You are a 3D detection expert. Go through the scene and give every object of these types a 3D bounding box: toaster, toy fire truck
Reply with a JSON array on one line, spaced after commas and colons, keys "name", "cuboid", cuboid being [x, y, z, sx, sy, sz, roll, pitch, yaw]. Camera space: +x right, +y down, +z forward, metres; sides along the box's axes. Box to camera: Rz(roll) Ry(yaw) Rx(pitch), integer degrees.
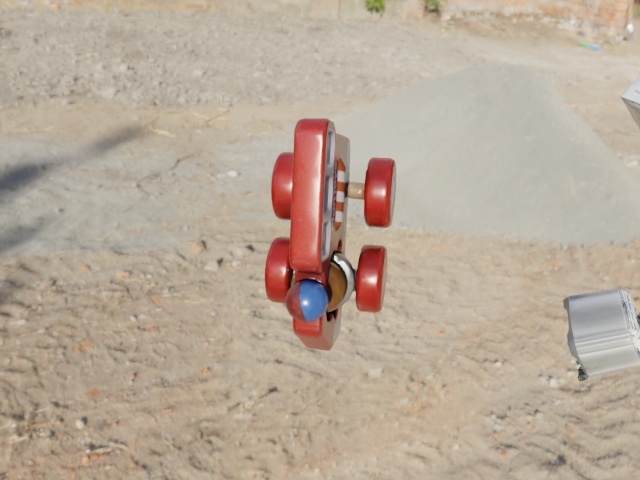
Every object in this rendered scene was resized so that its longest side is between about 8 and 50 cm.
[{"name": "toaster", "cuboid": [0.636, 0.207, 1.326, 0.147, 0.129, 0.227, -20, 27, 29]}, {"name": "toy fire truck", "cuboid": [0.000, 0.000, 0.785, 0.170, 0.302, 0.254, 6, 7, 11]}]

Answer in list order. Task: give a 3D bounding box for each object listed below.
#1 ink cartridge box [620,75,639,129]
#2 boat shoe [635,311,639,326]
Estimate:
[{"name": "ink cartridge box", "cuboid": [0.414, -0.150, 0.547, 0.154, 0.212, 0.093, 37, 13, -33]}, {"name": "boat shoe", "cuboid": [0.598, 0.090, 0.910, 0.324, 0.096, 0.117, -24, 34, -30]}]
